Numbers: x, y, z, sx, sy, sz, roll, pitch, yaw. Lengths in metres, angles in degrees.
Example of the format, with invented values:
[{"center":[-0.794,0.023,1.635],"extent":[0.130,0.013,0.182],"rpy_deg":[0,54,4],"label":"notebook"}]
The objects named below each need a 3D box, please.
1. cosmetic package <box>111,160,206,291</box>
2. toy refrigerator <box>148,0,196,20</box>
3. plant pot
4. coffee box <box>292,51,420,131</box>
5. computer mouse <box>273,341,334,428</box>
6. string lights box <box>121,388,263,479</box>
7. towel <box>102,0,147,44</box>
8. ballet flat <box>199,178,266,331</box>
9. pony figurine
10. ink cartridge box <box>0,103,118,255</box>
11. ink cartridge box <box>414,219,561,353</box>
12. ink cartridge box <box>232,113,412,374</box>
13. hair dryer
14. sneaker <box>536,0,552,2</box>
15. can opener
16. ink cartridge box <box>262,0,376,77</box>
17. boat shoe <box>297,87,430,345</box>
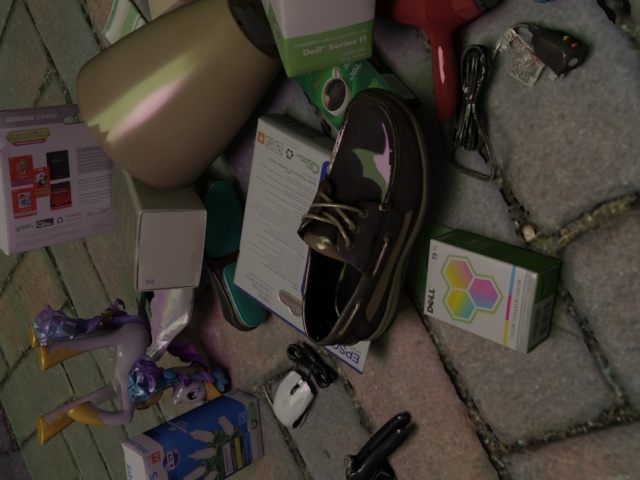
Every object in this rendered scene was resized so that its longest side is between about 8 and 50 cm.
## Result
[{"center":[-0.300,-0.061,1.229],"extent":[0.309,0.113,0.160],"rpy_deg":[-125,40,-49],"label":"cosmetic package"},{"center":[-0.234,-0.490,1.088],"extent":[0.094,0.102,0.269],"rpy_deg":[-14,88,47],"label":"toy refrigerator"},{"center":[-0.190,-0.255,1.063],"extent":[0.274,0.256,0.256],"rpy_deg":[-30,81,30],"label":"plant pot"},{"center":[0.046,-0.213,0.957],"extent":[0.184,0.040,0.113],"rpy_deg":[51,132,21],"label":"coffee box"},{"center":[-0.044,0.273,1.209],"extent":[0.106,0.042,0.193],"rpy_deg":[42,129,27],"label":"computer mouse"},{"center":[-0.233,0.395,1.282],"extent":[0.077,0.259,0.133],"rpy_deg":[9,110,44],"label":"string lights box"},{"center":[-0.373,-0.396,1.335],"extent":[0.152,0.023,0.113],"rpy_deg":[54,135,18],"label":"towel"},{"center":[-0.177,0.031,1.231],"extent":[0.096,0.095,0.280],"rpy_deg":[-5,99,55],"label":"ballet flat"},{"center":[-0.369,0.210,1.348],"extent":[0.303,0.363,0.351],"rpy_deg":[-40,58,52],"label":"pony figurine"},{"center":[-0.496,-0.148,1.334],"extent":[0.130,0.309,0.272],"rpy_deg":[26,119,38],"label":"ink cartridge box"},{"center":[0.193,0.053,0.880],"extent":[0.209,0.062,0.109],"rpy_deg":[21,118,40],"label":"ink cartridge box"},{"center":[0.000,0.000,1.058],"extent":[0.303,0.072,0.307],"rpy_deg":[31,125,32],"label":"ink cartridge box"},{"center":[0.145,-0.228,0.822],"extent":[0.293,0.080,0.223],"rpy_deg":[52,133,20],"label":"hair dryer"},{"center":[0.241,-0.346,0.709],"extent":[0.078,0.067,0.188],"rpy_deg":[-152,54,-61],"label":"sneaker"},{"center":[0.092,0.337,1.093],"extent":[0.059,0.073,0.186],"rpy_deg":[-97,27,-52],"label":"can opener"},{"center":[-0.016,-0.381,0.740],"extent":[0.353,0.119,0.207],"rpy_deg":[88,166,-62],"label":"ink cartridge box"},{"center":[0.047,-0.011,0.870],"extent":[0.132,0.130,0.355],"rpy_deg":[21,118,36],"label":"boat shoe"}]
